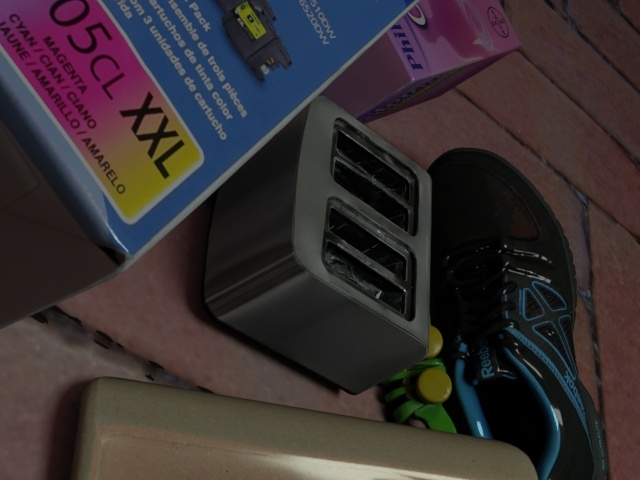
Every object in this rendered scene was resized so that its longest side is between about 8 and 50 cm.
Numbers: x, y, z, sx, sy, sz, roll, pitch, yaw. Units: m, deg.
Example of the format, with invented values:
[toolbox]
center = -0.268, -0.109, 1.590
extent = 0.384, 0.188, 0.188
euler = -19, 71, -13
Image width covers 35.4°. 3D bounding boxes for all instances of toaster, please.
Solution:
[toaster]
center = 0.000, 0.000, 0.757
extent = 0.185, 0.110, 0.168
euler = 33, 45, -31

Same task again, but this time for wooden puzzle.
[wooden puzzle]
center = 0.010, 0.247, 0.565
extent = 0.322, 0.080, 0.348
euler = 13, 55, -20

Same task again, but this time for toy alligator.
[toy alligator]
center = 0.071, 0.086, 0.836
extent = 0.051, 0.056, 0.190
euler = -7, 67, -7

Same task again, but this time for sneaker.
[sneaker]
center = 0.161, 0.069, 0.863
extent = 0.139, 0.125, 0.341
euler = 18, 53, -63

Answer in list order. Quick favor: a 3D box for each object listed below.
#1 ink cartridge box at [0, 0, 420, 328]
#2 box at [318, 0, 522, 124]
[ink cartridge box]
center = -0.118, -0.101, 0.555
extent = 0.151, 0.270, 0.395
euler = 58, 37, -12
[box]
center = 0.053, -0.236, 0.957
extent = 0.243, 0.117, 0.214
euler = -27, 88, -52
